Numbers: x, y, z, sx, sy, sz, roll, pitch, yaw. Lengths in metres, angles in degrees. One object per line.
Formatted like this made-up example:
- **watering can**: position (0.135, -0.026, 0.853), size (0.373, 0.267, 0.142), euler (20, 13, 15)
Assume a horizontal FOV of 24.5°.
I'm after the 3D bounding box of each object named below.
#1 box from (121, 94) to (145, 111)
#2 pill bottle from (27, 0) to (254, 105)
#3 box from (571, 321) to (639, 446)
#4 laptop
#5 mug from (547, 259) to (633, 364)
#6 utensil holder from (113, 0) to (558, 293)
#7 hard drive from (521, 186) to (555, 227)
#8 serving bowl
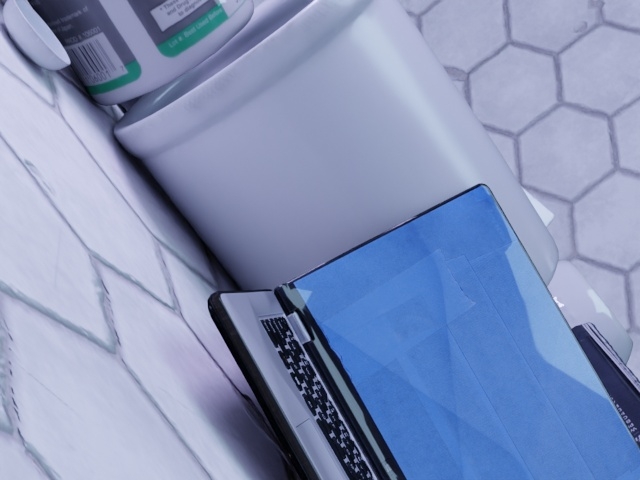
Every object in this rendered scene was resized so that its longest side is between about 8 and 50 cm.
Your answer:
- **box**: position (-0.194, -0.171, 1.813), size (0.183, 0.056, 0.231), euler (50, 6, -34)
- **pill bottle**: position (-0.239, -0.337, 1.501), size (0.361, 0.204, 0.204), euler (59, 2, -20)
- **box**: position (0.425, 0.436, 1.906), size (0.480, 0.297, 0.472), euler (52, 4, -20)
- **laptop**: position (0.129, 0.157, 1.249), size (0.382, 0.236, 0.408), euler (60, 6, 5)
- **mug**: position (0.276, 0.157, 2.293), size (0.374, 0.328, 0.276), euler (55, 5, 27)
- **utensil holder**: position (0.022, -0.059, 1.561), size (0.385, 0.327, 0.327), euler (55, 4, -14)
- **hard drive**: position (0.085, -0.082, 1.779), size (0.353, 0.047, 0.233), euler (41, -36, 1)
- **serving bowl**: position (-0.273, -0.191, 1.389), size (0.083, 0.027, 0.083), euler (53, 4, -6)
